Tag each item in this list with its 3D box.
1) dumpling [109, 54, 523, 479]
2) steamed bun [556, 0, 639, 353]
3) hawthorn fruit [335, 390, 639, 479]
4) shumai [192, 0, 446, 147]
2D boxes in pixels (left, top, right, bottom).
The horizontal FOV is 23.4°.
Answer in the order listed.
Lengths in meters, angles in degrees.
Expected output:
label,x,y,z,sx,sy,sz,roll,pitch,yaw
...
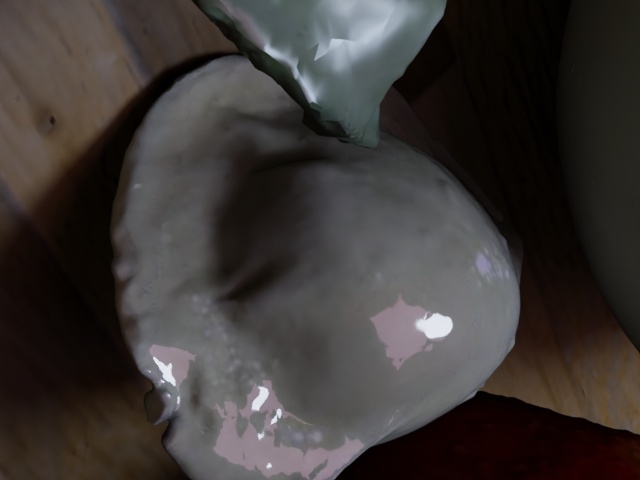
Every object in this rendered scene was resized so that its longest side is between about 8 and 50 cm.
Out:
label,x,y,z,sx,sy,sz,roll,pitch,yaw
dumpling,-0.001,0.000,0.559,0.111,0.181,0.155,-31,107,18
steamed bun,0.264,-0.051,0.630,0.374,0.334,0.334,14,101,-53
hawthorn fruit,0.037,0.184,0.625,0.266,0.210,0.230,-14,135,-24
shumai,0.047,-0.196,0.394,0.330,0.292,0.288,-53,150,-42
